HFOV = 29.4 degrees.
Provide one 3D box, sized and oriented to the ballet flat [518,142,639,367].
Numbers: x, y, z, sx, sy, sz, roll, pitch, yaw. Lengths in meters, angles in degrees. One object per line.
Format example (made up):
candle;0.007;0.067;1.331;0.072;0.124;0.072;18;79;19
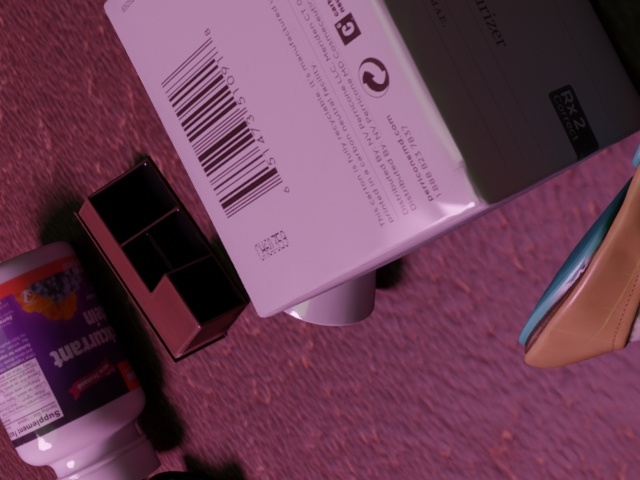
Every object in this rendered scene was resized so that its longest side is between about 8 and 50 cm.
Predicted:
ballet flat;0.149;-0.011;0.490;0.073;0.080;0.232;33;136;14

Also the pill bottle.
pill bottle;-0.202;0.107;0.951;0.108;0.108;0.193;-27;90;53

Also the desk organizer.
desk organizer;-0.109;0.012;0.835;0.130;0.047;0.050;54;140;13

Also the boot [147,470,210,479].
boot;-0.057;0.280;0.899;0.244;0.088;0.176;33;132;40

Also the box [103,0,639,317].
box;0.018;-0.083;0.565;0.182;0.119;0.181;-30;86;53

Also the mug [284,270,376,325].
mug;-0.001;0.002;0.689;0.078;0.062;0.064;28;123;30
